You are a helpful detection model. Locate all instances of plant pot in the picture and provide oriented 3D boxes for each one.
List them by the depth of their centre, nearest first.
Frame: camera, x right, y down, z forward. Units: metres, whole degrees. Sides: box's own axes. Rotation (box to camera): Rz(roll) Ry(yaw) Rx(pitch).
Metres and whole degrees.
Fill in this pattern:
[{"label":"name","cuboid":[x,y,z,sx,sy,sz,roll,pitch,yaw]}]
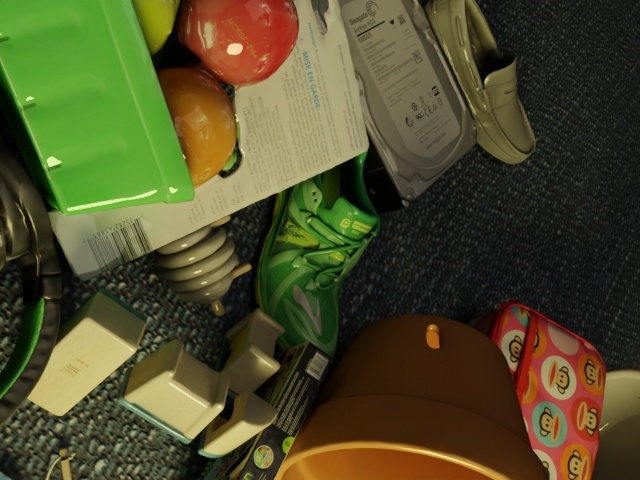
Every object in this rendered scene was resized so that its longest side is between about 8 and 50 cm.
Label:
[{"label":"plant pot","cuboid":[0.108,0.221,0.776,0.291,0.291,0.203,45,39,-26]}]

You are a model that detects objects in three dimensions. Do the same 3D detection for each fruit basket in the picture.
[{"label":"fruit basket","cuboid":[-0.128,-0.178,0.644,0.353,0.165,0.326,-31,117,-31]}]

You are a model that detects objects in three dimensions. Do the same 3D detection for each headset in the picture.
[{"label":"headset","cuboid":[-0.315,-0.032,0.490,0.244,0.185,0.393,-5,82,-42]}]

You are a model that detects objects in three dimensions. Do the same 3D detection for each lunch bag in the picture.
[{"label":"lunch bag","cuboid":[0.278,0.243,0.998,0.258,0.120,0.293,31,61,-15]}]

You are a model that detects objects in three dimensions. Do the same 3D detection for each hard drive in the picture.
[{"label":"hard drive","cuboid":[0.091,-0.239,0.975,0.237,0.064,0.338,-39,107,-39]}]

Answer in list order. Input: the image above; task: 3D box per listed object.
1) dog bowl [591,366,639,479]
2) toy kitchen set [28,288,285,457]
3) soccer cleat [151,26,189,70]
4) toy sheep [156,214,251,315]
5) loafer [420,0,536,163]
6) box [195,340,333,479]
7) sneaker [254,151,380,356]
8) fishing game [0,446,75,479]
[{"label":"dog bowl","cuboid":[0.440,0.342,0.995,0.102,0.349,0.348,33,60,-17]},{"label":"toy kitchen set","cuboid":[-0.154,0.112,0.677,0.207,0.122,0.166,40,27,-22]},{"label":"soccer cleat","cuboid":[-0.177,-0.309,0.731,0.121,0.093,0.288,4,79,-39]},{"label":"toy sheep","cuboid":[-0.126,0.021,0.716,0.091,0.091,0.132,-36,111,-40]},{"label":"loafer","cuboid":[0.268,-0.258,1.100,0.319,0.112,0.112,49,54,-23]},{"label":"box","cuboid":[-0.069,0.207,0.707,0.036,0.114,0.207,38,57,-14]},{"label":"sneaker","cuboid":[0.000,0.000,0.805,0.110,0.124,0.295,15,72,-39]},{"label":"fishing game","cuboid":[-0.298,0.262,0.527,0.264,0.041,0.189,-6,85,-51]}]
